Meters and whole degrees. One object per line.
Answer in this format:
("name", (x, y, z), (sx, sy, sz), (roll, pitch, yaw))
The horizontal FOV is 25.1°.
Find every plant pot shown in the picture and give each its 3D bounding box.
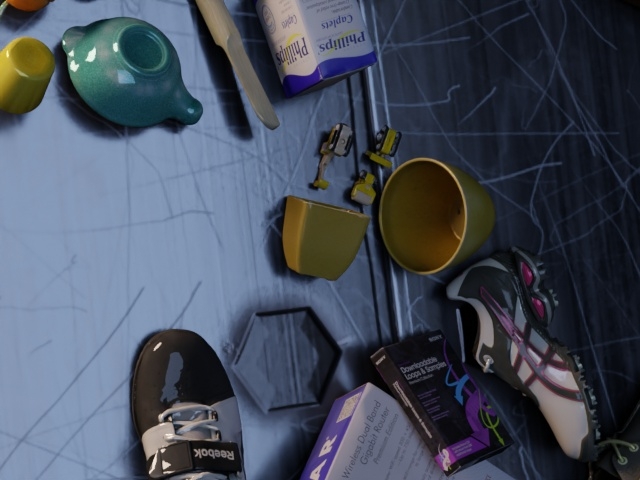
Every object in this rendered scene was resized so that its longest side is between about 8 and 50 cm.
("plant pot", (0.149, -0.029, 1.677), (0.095, 0.134, 0.134), (-3, 87, -44))
("plant pot", (0.000, 0.000, 1.642), (0.081, 0.081, 0.083), (13, 93, -17))

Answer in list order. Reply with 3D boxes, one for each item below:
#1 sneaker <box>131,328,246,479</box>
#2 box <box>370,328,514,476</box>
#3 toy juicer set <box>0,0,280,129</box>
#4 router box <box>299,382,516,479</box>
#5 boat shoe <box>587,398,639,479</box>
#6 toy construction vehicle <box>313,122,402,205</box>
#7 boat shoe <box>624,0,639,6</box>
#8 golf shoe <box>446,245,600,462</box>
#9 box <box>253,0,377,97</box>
("sneaker", (-0.126, 0.257, 1.549), (0.123, 0.146, 0.330), (-6, 87, -17))
("box", (0.140, 0.183, 1.643), (0.116, 0.029, 0.162), (-13, 63, -50))
("toy juicer set", (-0.214, -0.222, 1.592), (0.329, 0.089, 0.209), (6, 63, -30))
("router box", (0.092, 0.379, 1.589), (0.301, 0.082, 0.335), (34, 57, -14))
("boat shoe", (0.368, 0.292, 1.729), (0.091, 0.109, 0.305), (28, 82, -20))
("toy construction vehicle", (0.041, -0.096, 1.688), (0.086, 0.035, 0.098), (21, 82, -27))
("boat shoe", (0.459, -0.322, 1.802), (0.285, 0.104, 0.089), (24, 82, -15))
("golf shoe", (0.246, 0.145, 1.715), (0.120, 0.105, 0.272), (-22, 88, -3))
("box", (-0.010, -0.243, 1.628), (0.072, 0.126, 0.137), (-21, 93, -20))
